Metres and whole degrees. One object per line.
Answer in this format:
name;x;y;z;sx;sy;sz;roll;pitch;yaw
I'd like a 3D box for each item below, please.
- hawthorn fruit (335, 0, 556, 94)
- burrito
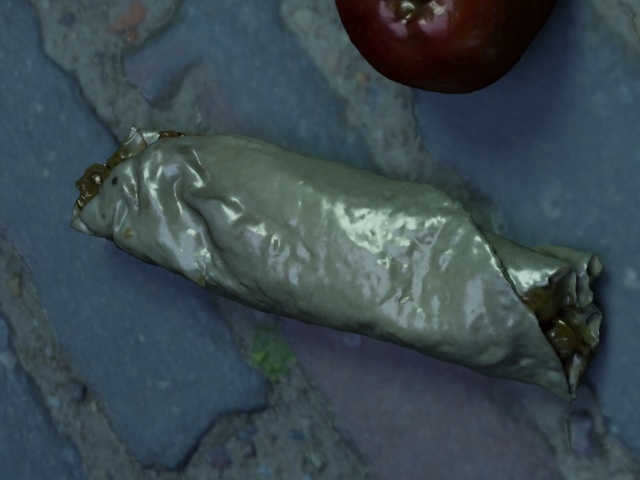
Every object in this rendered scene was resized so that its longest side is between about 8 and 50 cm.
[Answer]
hawthorn fruit;0.068;-0.148;0.890;0.132;0.138;0.133;7;105;26
burrito;0.000;0.000;1.013;0.392;0.076;0.117;18;106;24
